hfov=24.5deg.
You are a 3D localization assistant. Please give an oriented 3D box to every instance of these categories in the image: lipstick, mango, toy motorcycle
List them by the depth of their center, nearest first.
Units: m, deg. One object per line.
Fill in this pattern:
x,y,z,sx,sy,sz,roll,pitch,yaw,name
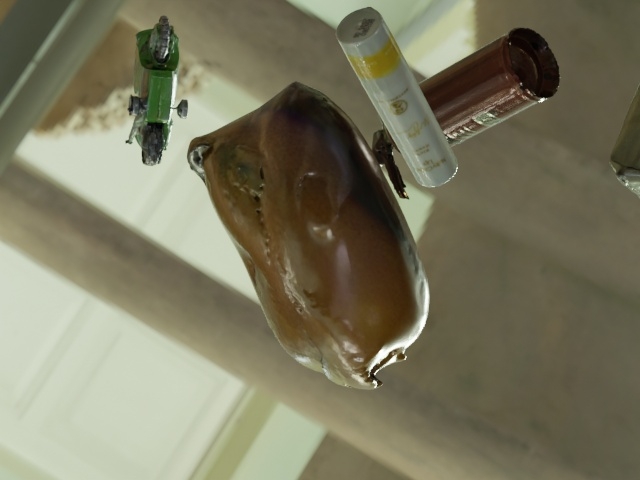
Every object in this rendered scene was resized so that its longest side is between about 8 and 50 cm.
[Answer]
0.000,0.000,1.370,0.153,0.287,0.201,-28,-167,-9,mango
0.093,-0.160,1.715,0.059,0.264,0.059,-15,-131,18,lipstick
-0.205,-0.190,1.818,0.106,0.074,0.190,-120,-144,-64,toy motorcycle

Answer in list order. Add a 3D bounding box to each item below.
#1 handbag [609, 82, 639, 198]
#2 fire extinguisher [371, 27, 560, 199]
0.417,-0.160,1.567,0.109,0.253,0.315,16,-101,36,handbag
0.178,-0.163,2.057,0.337,0.107,0.147,-28,-118,44,fire extinguisher
